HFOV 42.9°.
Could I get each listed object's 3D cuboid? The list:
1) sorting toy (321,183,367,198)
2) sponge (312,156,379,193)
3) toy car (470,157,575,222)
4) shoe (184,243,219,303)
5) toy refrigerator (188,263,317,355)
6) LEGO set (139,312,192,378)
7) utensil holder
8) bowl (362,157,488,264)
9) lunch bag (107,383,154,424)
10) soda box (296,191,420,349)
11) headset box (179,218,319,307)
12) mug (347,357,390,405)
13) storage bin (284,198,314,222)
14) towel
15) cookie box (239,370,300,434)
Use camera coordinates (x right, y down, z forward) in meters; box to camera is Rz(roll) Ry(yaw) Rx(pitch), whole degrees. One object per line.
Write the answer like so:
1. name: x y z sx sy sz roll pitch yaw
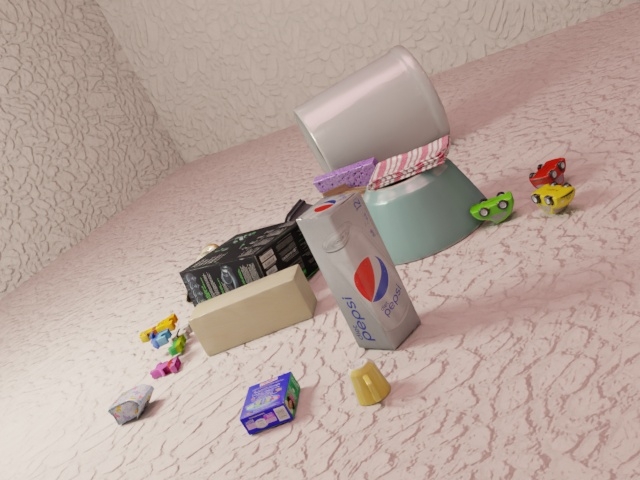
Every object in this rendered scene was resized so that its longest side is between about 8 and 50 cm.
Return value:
1. sorting toy: 0.130 -0.126 2.223 0.208 0.038 0.193 1 13 23
2. sponge: 0.095 -0.162 2.355 0.210 0.117 0.031 -16 37 33
3. toy car: 0.435 -0.088 1.758 0.224 0.053 0.239 -22 17 18
4. shoe: -0.316 0.094 2.207 0.219 0.076 0.058 -57 4 41
5. toy refrigerator: -0.151 0.156 1.838 0.269 0.102 0.094 -23 18 15
6. LEGO set: -0.383 0.244 1.951 0.093 0.087 0.227 -24 16 8
7. utensil holder: 0.153 -0.366 2.530 0.385 0.328 0.327 -30 17 -1
8. bowl: 0.220 -0.090 1.898 0.311 0.163 0.311 -25 18 9
9. lunch bag: -0.398 0.347 1.738 0.083 0.053 0.071 -31 13 22
10. soda box: 0.071 0.058 1.480 0.098 0.286 0.091 -4 28 48
11. headset box: -0.174 0.067 2.037 0.283 0.131 0.246 -13 16 36
12. mug: 0.081 0.230 1.350 0.062 0.064 0.078 -38 21 -34
13. storage bin: -0.035 -0.045 2.281 0.091 0.098 0.135 11 31 18
14. towel: 0.201 -0.181 1.860 0.197 0.029 0.144 -20 18 21
15. cookie box: -0.089 0.291 1.464 0.091 0.040 0.107 -23 18 14
